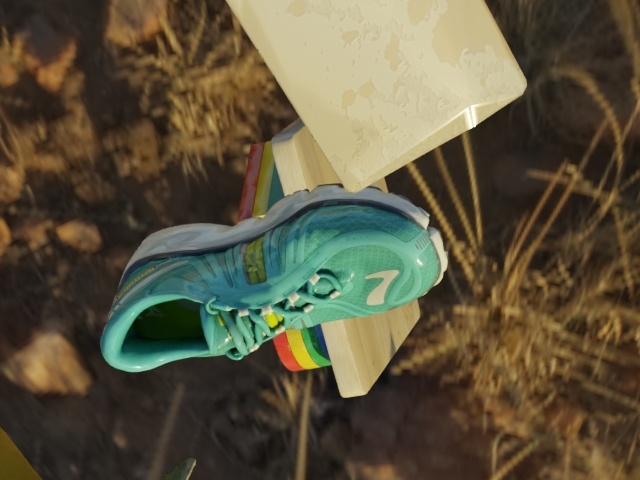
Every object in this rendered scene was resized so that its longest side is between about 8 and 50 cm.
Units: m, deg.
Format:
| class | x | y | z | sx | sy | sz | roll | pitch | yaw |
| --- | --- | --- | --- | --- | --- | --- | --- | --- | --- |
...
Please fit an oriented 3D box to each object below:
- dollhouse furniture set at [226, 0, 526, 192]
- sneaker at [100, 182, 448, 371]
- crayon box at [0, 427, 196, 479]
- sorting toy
| class | x | y | z | sx | sy | sz | roll | pitch | yaw |
| --- | --- | --- | --- | --- | --- | --- | --- | --- | --- |
| dollhouse furniture set | 0.118 | -0.226 | 0.655 | 0.394 | 0.362 | 0.256 | -30 | 32 | 5 |
| sneaker | -0.035 | 0.041 | 1.317 | 0.275 | 0.107 | 0.110 | -16 | 27 | 31 |
| crayon box | -0.206 | 0.163 | 0.610 | 0.323 | 0.203 | 0.083 | -34 | 101 | 15 |
| sorting toy | 0.000 | 0.000 | 1.859 | 0.089 | 0.255 | 0.257 | -12 | 102 | 18 |
